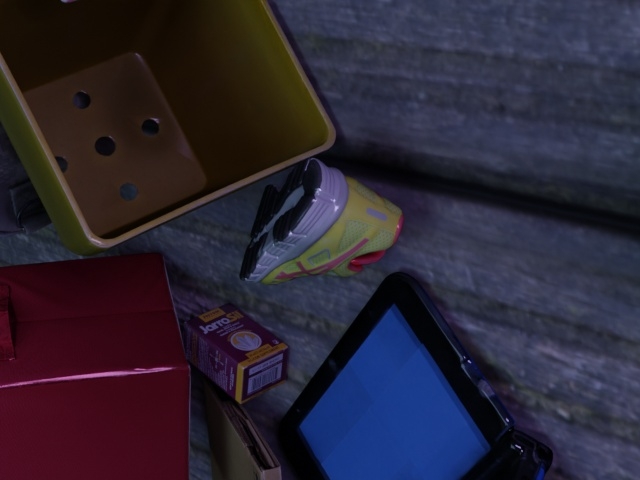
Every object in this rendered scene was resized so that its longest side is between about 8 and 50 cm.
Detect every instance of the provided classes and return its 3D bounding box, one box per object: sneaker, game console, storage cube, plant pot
[{"bbox_3d":[0.000,0.000,1.045,0.208,0.094,0.081,157,129,-72],"label":"sneaker"},{"bbox_3d":[0.032,0.217,1.060,0.173,0.250,0.293,31,139,0],"label":"game console"},{"bbox_3d":[-0.228,0.143,1.261,0.183,0.193,0.215,-113,21,-54],"label":"storage cube"},{"bbox_3d":[-0.150,-0.104,1.080,0.212,0.212,0.187,62,155,4],"label":"plant pot"}]

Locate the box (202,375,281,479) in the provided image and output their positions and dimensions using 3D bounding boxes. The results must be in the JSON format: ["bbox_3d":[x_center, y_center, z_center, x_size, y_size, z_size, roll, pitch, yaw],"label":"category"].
[{"bbox_3d":[-0.069,0.247,1.277,0.164,0.021,0.201,-132,33,-55],"label":"box"}]

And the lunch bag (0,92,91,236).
[{"bbox_3d":[-0.349,-0.170,1.263,0.305,0.213,0.256,36,134,35],"label":"lunch bag"}]

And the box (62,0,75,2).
[{"bbox_3d":[-0.094,-0.269,0.872,0.148,0.232,0.127,53,143,16],"label":"box"}]

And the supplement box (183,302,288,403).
[{"bbox_3d":[-0.076,0.099,1.213,0.083,0.055,0.043,33,132,35],"label":"supplement box"}]
